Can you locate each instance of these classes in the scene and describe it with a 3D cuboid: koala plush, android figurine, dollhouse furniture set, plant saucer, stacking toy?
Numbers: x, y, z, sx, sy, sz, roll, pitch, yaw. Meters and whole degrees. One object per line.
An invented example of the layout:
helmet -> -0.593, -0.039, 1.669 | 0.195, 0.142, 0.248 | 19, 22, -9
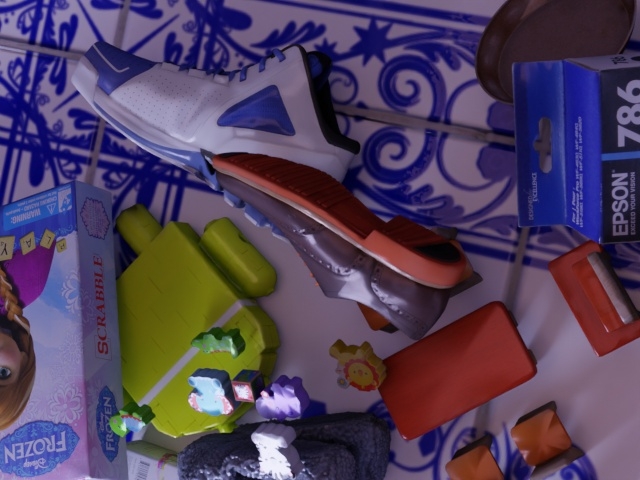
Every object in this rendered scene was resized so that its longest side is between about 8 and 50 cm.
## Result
koala plush -> -0.034, 0.299, 1.210 | 0.203, 0.196, 0.221 | -6, 95, 19
android figurine -> -0.152, 0.097, 1.323 | 0.273, 0.056, 0.248 | 46, 103, 16
dollhouse furniture set -> 0.171, 0.100, 1.163 | 0.259, 0.135, 0.262 | -31, 79, 16
plant saucer -> 0.228, -0.191, 1.171 | 0.168, 0.029, 0.168 | -24, 46, 27
stacking toy -> -0.070, 0.149, 1.165 | 0.221, 0.167, 0.052 | 3, 117, 31

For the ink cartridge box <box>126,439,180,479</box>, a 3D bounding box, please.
ink cartridge box -> -0.166, 0.278, 1.324 | 0.122, 0.052, 0.089 | 16, 94, 21

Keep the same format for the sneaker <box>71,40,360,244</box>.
sneaker -> -0.083, -0.143, 1.279 | 0.315, 0.127, 0.182 | 34, 96, 11

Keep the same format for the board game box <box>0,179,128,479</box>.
board game box -> -0.360, 0.128, 1.335 | 0.318, 0.066, 0.318 | -17, 70, 27

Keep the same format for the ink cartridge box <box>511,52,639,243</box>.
ink cartridge box -> 0.340, -0.086, 1.081 | 0.332, 0.065, 0.165 | -4, 110, 7

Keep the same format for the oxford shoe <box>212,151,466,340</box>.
oxford shoe -> 0.000, 0.000, 1.148 | 0.271, 0.097, 0.098 | 31, 114, 23
